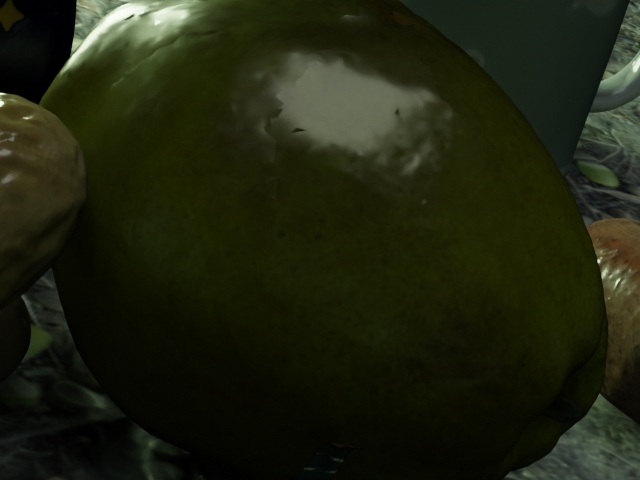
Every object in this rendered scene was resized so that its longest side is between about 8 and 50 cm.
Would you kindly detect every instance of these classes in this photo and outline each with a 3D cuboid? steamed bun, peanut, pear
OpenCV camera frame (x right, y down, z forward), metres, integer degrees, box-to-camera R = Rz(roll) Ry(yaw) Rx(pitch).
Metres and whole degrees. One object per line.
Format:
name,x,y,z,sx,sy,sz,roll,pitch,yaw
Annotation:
steamed bun,0.225,0.059,1.166,0.175,0.106,0.145,18,14,-36
peanut,-0.192,0.036,0.821,0.117,0.101,0.263,28,57,-2
pear,0.000,0.000,0.963,0.321,0.269,0.269,35,27,12

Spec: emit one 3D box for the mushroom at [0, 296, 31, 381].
mushroom,-0.272,0.022,0.899,0.270,0.103,0.118,5,28,-38

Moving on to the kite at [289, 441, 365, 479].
kite,-0.066,0.120,0.660,0.169,0.310,0.015,12,61,-51

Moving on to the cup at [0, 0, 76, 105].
cup,-0.312,-0.182,1.188,0.256,0.178,0.255,4,44,-26

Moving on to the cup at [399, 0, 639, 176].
cup,0.164,-0.217,1.498,0.357,0.274,0.259,2,29,-30
